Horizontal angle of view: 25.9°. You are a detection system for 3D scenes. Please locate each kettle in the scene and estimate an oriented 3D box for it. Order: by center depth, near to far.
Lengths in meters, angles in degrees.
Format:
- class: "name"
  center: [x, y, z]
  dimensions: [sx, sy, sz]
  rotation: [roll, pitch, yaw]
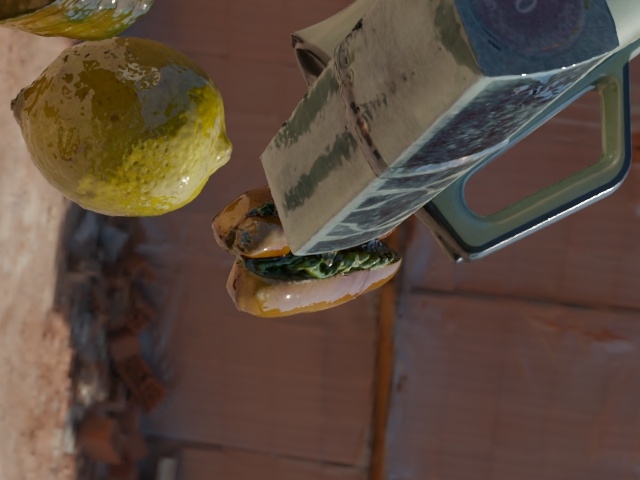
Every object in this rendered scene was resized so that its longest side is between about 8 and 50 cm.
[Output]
- class: "kettle"
  center: [0.212, -0.193, 1.562]
  dimensions: [0.376, 0.361, 0.250]
  rotation: [-38, 180, -7]

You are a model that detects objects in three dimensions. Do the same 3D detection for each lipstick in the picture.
- class: "lipstick"
  center: [0.042, -0.064, 0.686]
  dimensions: [0.289, 0.077, 0.076]
  rotation: [140, -67, -68]

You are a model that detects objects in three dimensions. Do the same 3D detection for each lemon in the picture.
- class: "lemon"
  center: [-0.276, -0.157, 1.936]
  dimensions: [0.253, 0.310, 0.253]
  rotation: [-170, -90, -84]

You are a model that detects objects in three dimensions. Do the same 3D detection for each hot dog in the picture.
- class: "hot dog"
  center: [0.000, 0.000, 1.368]
  dimensions: [0.337, 0.100, 0.135]
  rotation: [-10, 89, -65]

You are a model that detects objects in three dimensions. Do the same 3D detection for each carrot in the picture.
- class: "carrot"
  center: [-0.308, -0.355, 1.633]
  dimensions: [0.340, 0.241, 0.241]
  rotation: [-23, 121, -72]
